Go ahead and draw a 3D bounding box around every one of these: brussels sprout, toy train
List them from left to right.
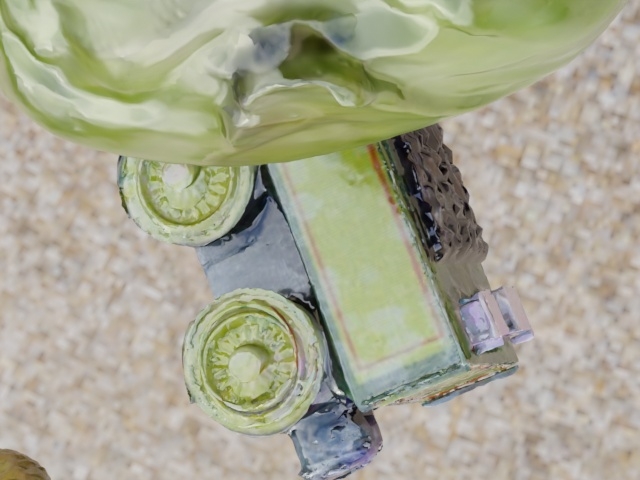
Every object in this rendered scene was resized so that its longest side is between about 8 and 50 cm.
[{"bbox_3d":[-0.019,-0.152,0.849,0.328,0.247,0.328,-10,171,-2],"label":"brussels sprout"},{"bbox_3d":[0.000,0.000,1.126,0.177,0.261,0.134,-24,170,17],"label":"toy train"}]

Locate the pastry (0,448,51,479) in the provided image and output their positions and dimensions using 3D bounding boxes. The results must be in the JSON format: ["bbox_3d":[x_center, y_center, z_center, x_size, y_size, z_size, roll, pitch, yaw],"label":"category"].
[{"bbox_3d":[-0.221,0.216,1.176,0.188,0.189,0.103,-10,127,36],"label":"pastry"}]
